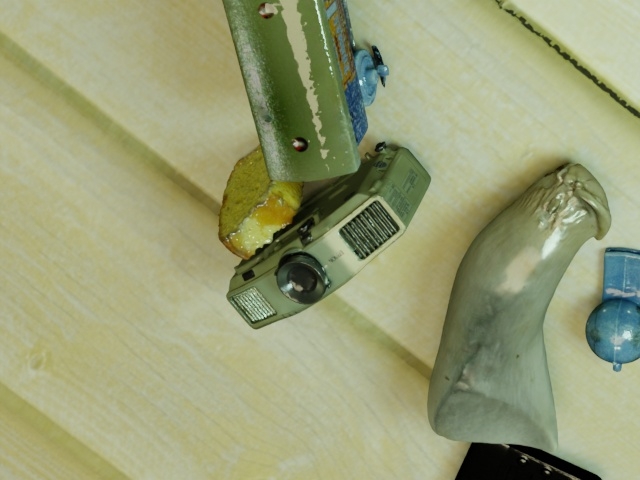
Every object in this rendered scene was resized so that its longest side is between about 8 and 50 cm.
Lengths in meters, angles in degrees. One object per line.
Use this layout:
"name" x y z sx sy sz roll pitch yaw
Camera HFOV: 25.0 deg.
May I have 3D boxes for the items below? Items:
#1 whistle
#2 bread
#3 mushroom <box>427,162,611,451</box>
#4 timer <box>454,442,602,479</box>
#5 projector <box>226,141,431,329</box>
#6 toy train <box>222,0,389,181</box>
"whistle" 0.369 0.096 1.777 0.090 0.090 0.158 5 122 16
"bread" -0.075 -0.052 1.785 0.103 0.187 0.065 -37 112 18
"mushroom" 0.243 0.079 1.788 0.177 0.126 0.397 9 123 4
"timer" 0.282 0.341 1.980 0.187 0.055 0.144 25 123 8
"projector" 0.000 0.000 1.778 0.269 0.193 0.088 -34 104 32
"toy train" -0.019 -0.227 1.639 0.131 0.202 0.300 -3 119 22
